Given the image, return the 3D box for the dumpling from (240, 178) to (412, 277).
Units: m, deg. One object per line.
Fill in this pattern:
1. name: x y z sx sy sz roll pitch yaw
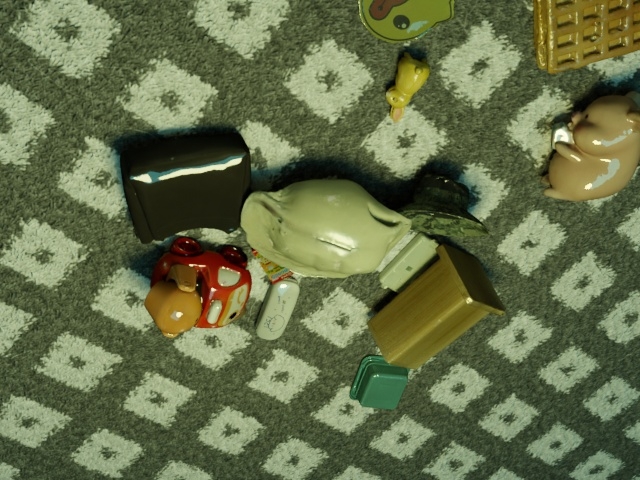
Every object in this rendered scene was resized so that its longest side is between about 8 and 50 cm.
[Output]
1. dumpling: 0.000 0.000 1.845 0.395 0.233 0.315 8 137 -14

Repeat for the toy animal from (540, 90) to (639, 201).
1. toy animal: 0.663 -0.228 1.884 0.213 0.195 0.256 10 123 11

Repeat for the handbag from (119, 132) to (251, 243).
1. handbag: -0.298 -0.111 1.773 0.285 0.113 0.257 -11 131 -14

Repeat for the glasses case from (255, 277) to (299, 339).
1. glasses case: -0.114 0.180 2.048 0.076 0.049 0.197 12 120 -21

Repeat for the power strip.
1. power strip: 0.238 0.061 2.059 0.081 0.035 0.192 30 112 -29

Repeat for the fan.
1. fan: 0.151 -0.543 1.645 0.335 0.011 0.229 21 116 -25

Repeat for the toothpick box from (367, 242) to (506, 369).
1. toothpick box: 0.294 0.189 2.056 0.308 0.190 0.187 -43 143 24

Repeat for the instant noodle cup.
1. instant noodle cup: 0.179 0.421 2.270 0.157 0.070 0.179 8 122 -16

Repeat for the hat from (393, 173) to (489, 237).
1. hat: 0.293 -0.093 1.899 0.266 0.265 0.128 13 84 -21

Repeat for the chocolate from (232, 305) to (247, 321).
1. chocolate: -0.241 0.197 2.042 0.101 0.031 0.064 -22 130 0

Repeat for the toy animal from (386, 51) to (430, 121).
1. toy animal: 0.187 -0.336 1.758 0.070 0.083 0.159 17 127 -14

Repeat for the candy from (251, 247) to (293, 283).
1. candy: -0.122 0.047 1.963 0.062 0.038 0.122 -26 125 5

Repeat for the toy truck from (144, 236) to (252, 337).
1. toy truck: -0.288 0.134 1.861 0.265 0.239 0.189 12 120 -21

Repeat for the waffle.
1. waffle: 0.638 -0.513 1.730 0.328 0.098 0.224 -15 127 -2
